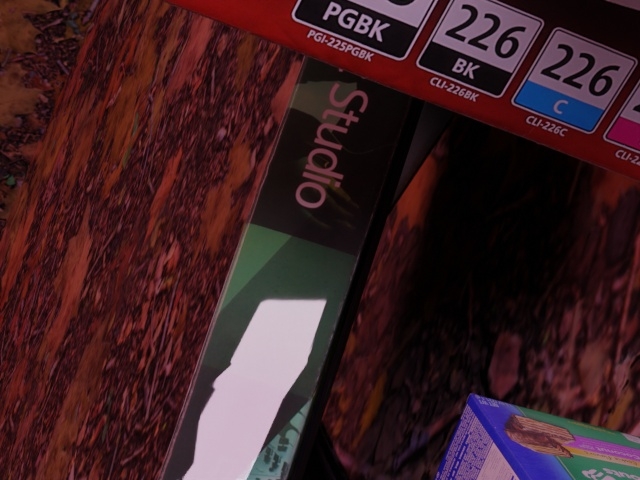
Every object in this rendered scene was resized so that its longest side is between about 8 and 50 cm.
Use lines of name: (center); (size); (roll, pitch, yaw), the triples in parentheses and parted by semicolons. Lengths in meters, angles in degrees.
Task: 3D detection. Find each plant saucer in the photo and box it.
plant saucer: (0.040, -0.050, 1.052); (0.067, 0.018, 0.192); (-88, 24, -46)

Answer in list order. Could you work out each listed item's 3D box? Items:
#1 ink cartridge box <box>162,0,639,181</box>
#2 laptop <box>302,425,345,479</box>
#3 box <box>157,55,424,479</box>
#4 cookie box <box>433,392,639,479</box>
ink cartridge box: (0.073, -0.185, 0.554); (0.130, 0.309, 0.272); (-98, 30, -58)
laptop: (-0.071, 0.353, 0.959); (0.382, 0.236, 0.408); (-120, 23, -70)
box: (0.000, 0.000, 0.843); (0.232, 0.058, 0.322); (97, -170, -76)
cookie box: (0.095, 0.095, 0.561); (0.107, 0.092, 0.040); (-122, 50, -69)
